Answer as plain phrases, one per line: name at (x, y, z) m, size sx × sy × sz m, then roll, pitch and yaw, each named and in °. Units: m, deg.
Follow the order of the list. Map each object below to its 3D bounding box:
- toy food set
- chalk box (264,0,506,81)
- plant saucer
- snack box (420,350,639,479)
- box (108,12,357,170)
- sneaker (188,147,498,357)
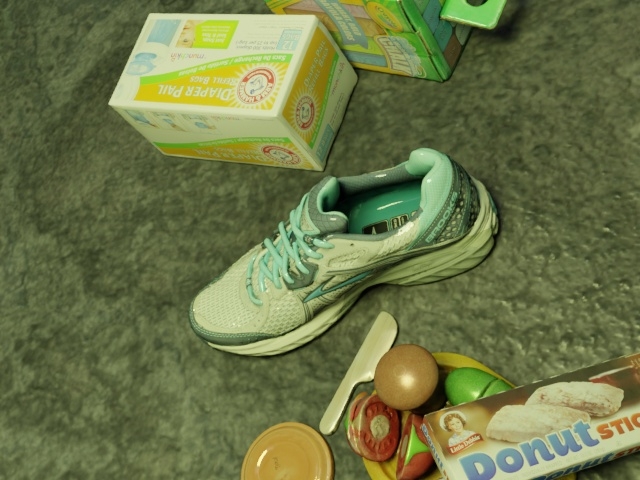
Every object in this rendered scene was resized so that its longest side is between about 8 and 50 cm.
toy food set at (0.082, 0.139, 0.693) m, size 0.218 × 0.071 × 0.128 m, roll 31°, pitch 82°, yaw 35°
chalk box at (0.071, -0.242, 0.859) m, size 0.213 × 0.132 × 0.132 m, roll 15°, pitch 73°, yaw 32°
plant saucer at (-0.029, 0.190, 0.759) m, size 0.084 × 0.013 × 0.083 m, roll -12°, pitch 60°, yaw 21°
snack box at (0.161, 0.127, 0.634) m, size 0.178 × 0.022 × 0.064 m, roll -13°, pitch 55°, yaw -18°
box at (-0.084, -0.147, 0.906) m, size 0.203 × 0.103 × 0.114 m, roll 8°, pitch 69°, yaw 30°
sneaker at (0.000, 0.000, 0.776) m, size 0.283 × 0.122 × 0.110 m, roll -27°, pitch 56°, yaw 13°
